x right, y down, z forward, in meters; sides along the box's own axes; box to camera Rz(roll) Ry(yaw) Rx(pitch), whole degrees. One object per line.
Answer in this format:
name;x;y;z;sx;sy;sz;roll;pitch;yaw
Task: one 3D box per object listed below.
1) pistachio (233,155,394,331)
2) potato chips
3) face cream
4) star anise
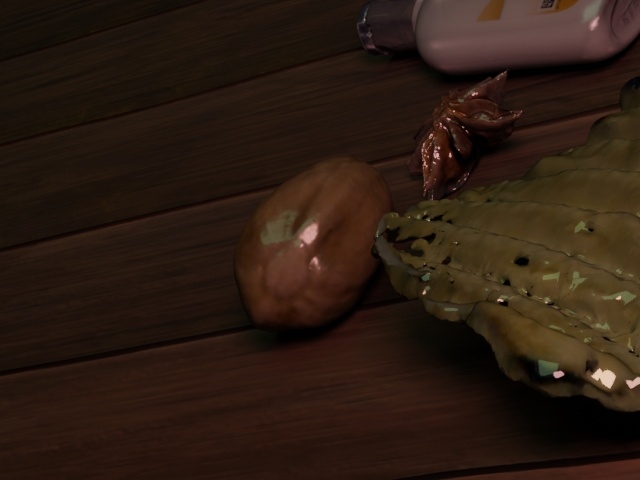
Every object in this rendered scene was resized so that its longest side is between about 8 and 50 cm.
pistachio;0.000;0.000;1.527;0.108;0.126;0.185;31;54;9
potato chips;0.234;-0.022;1.345;0.373;0.097;0.389;-29;29;-6
face cream;0.160;-0.204;1.697;0.291;0.071;0.144;-1;43;43
star anise;0.119;-0.098;1.597;0.124;0.056;0.129;-46;24;17
